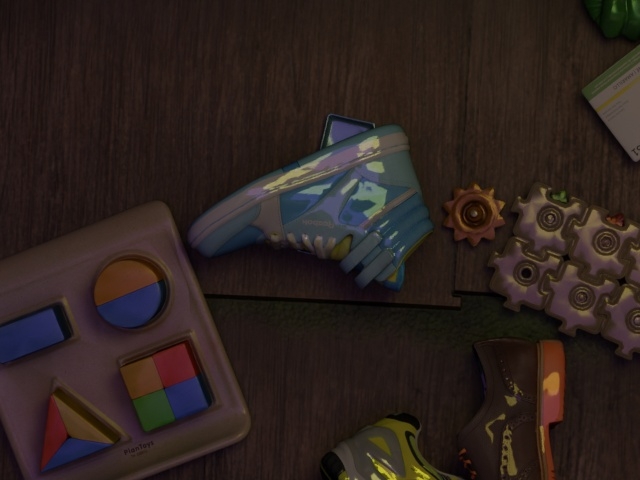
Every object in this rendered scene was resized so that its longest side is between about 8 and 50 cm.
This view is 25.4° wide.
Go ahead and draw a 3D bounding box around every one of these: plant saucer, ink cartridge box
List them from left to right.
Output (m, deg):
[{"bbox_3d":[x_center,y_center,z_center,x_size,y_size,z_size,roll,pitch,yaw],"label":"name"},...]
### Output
[{"bbox_3d":[0.021,-0.071,1.918,0.067,0.018,0.192,13,89,4],"label":"plant saucer"},{"bbox_3d":[0.477,-0.154,1.837,0.171,0.056,0.235,-39,85,30],"label":"ink cartridge box"}]

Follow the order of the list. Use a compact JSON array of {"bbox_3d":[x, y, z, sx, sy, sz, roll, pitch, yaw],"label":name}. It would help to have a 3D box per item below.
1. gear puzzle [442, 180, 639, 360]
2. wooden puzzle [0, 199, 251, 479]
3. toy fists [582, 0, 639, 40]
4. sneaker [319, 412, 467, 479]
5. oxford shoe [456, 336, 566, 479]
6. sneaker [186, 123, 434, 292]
[{"bbox_3d":[0.316,0.024,1.887,0.339,0.044,0.175,23,92,7],"label":"gear puzzle"},{"bbox_3d":[-0.298,0.156,1.903,0.322,0.080,0.348,-21,87,3],"label":"wooden puzzle"},{"bbox_3d":[0.474,-0.367,1.856,0.279,0.096,0.142,-29,88,1],"label":"toy fists"},{"bbox_3d":[0.170,0.391,1.838,0.147,0.145,0.385,-40,95,-17],"label":"sneaker"},{"bbox_3d":[0.235,0.300,1.818,0.132,0.130,0.364,6,68,3],"label":"oxford shoe"},{"bbox_3d":[0.000,0.000,1.847,0.319,0.127,0.208,-25,86,4],"label":"sneaker"}]
